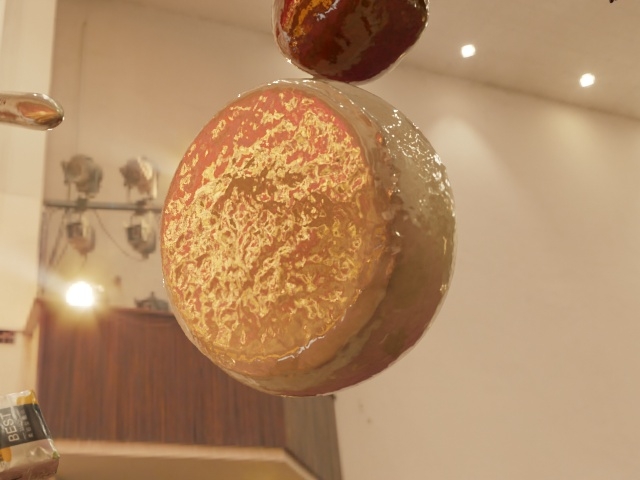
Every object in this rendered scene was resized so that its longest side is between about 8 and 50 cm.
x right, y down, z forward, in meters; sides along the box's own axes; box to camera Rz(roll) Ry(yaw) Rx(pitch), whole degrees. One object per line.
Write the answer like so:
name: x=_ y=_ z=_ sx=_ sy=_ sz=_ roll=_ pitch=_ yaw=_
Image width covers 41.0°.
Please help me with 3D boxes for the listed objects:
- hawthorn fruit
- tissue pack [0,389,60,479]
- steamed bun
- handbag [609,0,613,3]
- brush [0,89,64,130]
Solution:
hawthorn fruit: x=0.037 y=-0.391 z=1.489 sx=0.268 sy=0.267 sz=0.301 roll=13 pitch=-52 yaw=-31
tissue pack: x=-0.282 y=0.182 z=0.785 sx=0.062 sy=0.083 sz=0.042 roll=-5 pitch=-44 yaw=-36
steamed bun: x=0.000 y=0.000 z=0.781 sx=0.283 sy=0.283 sz=0.177 roll=-23 pitch=-22 yaw=30
handbag: x=0.577 y=-0.563 z=1.618 sx=0.113 sy=0.162 sz=0.260 roll=2 pitch=-15 yaw=-11
brush: x=-0.227 y=-0.089 z=0.580 sx=0.039 sy=0.042 sz=0.299 roll=-12 pitch=17 yaw=-36
